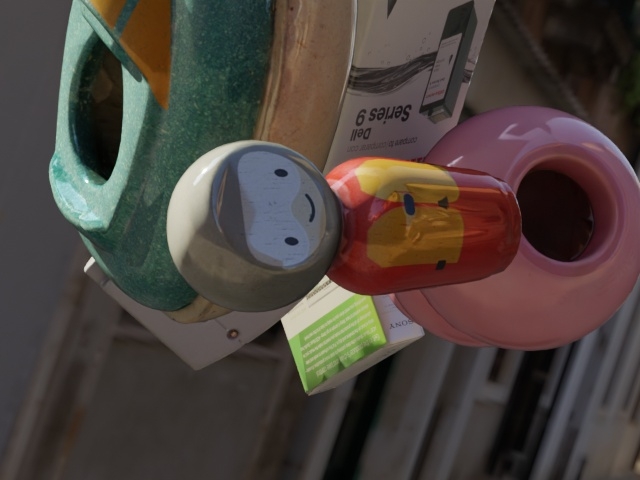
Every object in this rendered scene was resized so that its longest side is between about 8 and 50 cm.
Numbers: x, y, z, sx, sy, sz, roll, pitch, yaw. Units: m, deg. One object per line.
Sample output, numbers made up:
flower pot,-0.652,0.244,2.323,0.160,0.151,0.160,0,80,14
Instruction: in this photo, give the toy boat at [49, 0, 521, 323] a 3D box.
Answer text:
toy boat,-0.046,-0.063,0.768,0.148,0.267,0.318,-1,27,-29

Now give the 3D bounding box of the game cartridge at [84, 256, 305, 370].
game cartridge,-0.085,-0.009,1.810,0.196,0.294,0.060,44,6,-13

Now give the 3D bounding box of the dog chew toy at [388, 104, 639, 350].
dog chew toy,0.147,0.004,1.478,0.206,0.206,0.332,19,-15,-13

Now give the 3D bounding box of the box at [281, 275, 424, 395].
box,0.000,0.000,1.975,0.058,0.322,0.232,-11,-13,-28

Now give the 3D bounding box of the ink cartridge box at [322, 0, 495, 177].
ink cartridge box,0.048,-0.187,1.474,0.121,0.289,0.211,27,23,29
